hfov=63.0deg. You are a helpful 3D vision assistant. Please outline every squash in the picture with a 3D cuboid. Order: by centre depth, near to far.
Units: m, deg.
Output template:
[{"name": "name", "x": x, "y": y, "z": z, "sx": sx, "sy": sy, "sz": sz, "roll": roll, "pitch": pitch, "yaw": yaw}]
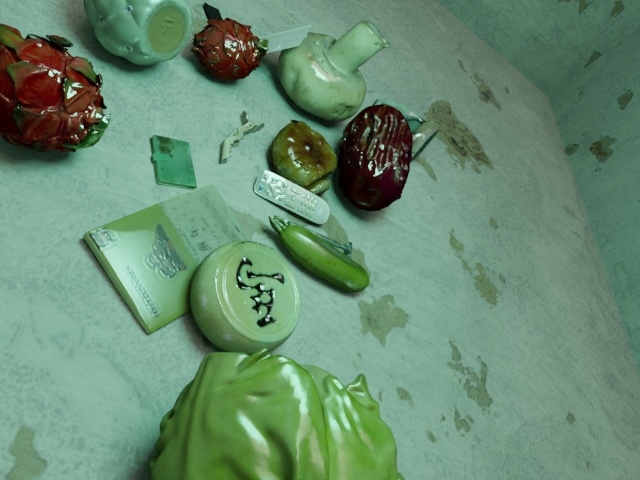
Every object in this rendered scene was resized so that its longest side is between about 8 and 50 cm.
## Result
[{"name": "squash", "x": -0.003, "y": 0.042, "z": 1.353, "sx": 0.341, "sy": 0.094, "sz": 0.094, "roll": 35, "pitch": 44, "yaw": -22}]

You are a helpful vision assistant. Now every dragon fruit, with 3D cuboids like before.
[{"name": "dragon fruit", "x": -0.551, "y": -0.297, "z": 1.000, "sx": 0.293, "sy": 0.234, "sz": 0.234, "roll": 49, "pitch": 41, "yaw": -9}, {"name": "dragon fruit", "x": -0.257, "y": -0.539, "z": 1.472, "sx": 0.210, "sy": 0.172, "sz": 0.172, "roll": 5, "pitch": 57, "yaw": -17}]

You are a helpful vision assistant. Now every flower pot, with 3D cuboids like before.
[{"name": "flower pot", "x": -0.434, "y": -0.549, "z": 1.266, "sx": 0.195, "sy": 0.246, "sz": 0.246, "roll": 35, "pitch": 37, "yaw": 20}]

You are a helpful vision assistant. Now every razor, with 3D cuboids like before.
[{"name": "razor", "x": 0.004, "y": -0.004, "z": 1.429, "sx": 0.211, "sy": 0.036, "sz": 0.084, "roll": 28, "pitch": 44, "yaw": -26}]

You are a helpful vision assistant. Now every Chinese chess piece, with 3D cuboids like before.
[{"name": "Chinese chess piece", "x": -0.156, "y": 0.122, "z": 1.124, "sx": 0.250, "sy": 0.101, "sz": 0.250, "roll": 23, "pitch": 54, "yaw": -36}]

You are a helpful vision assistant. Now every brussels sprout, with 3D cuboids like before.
[{"name": "brussels sprout", "x": -0.064, "y": 0.407, "z": 0.842, "sx": 0.425, "sy": 0.342, "sz": 0.361, "roll": 29, "pitch": 45, "yaw": -24}]

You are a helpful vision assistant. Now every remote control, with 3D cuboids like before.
[{"name": "remote control", "x": -0.075, "y": -0.115, "z": 1.430, "sx": 0.229, "sy": 0.044, "sz": 0.073, "roll": 25, "pitch": 81, "yaw": -20}]

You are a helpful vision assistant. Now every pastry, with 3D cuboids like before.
[{"name": "pastry", "x": -0.048, "y": -0.238, "z": 1.500, "sx": 0.218, "sy": 0.100, "sz": 0.229, "roll": -8, "pitch": 69, "yaw": -45}]

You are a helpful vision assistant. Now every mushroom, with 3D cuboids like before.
[{"name": "mushroom", "x": 0.049, "y": -0.556, "z": 1.639, "sx": 0.314, "sy": 0.336, "sz": 0.314, "roll": 31, "pitch": 42, "yaw": -32}]

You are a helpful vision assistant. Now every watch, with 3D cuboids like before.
[{"name": "watch", "x": 0.276, "y": -0.408, "z": 1.898, "sx": 0.241, "sy": 0.161, "sz": 0.253, "roll": 41, "pitch": 38, "yaw": 7}]

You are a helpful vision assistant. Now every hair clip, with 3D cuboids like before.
[{"name": "hair clip", "x": -0.230, "y": -0.285, "z": 1.419, "sx": 0.072, "sy": 0.034, "sz": 0.226, "roll": 40, "pitch": 44, "yaw": -8}]

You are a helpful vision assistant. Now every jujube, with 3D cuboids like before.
[{"name": "jujube", "x": 0.170, "y": -0.259, "z": 1.617, "sx": 0.258, "sy": 0.258, "sz": 0.376, "roll": 38, "pitch": 50, "yaw": -16}]

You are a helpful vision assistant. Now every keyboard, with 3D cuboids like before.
[{"name": "keyboard", "x": -0.313, "y": -0.654, "z": 1.620, "sx": 0.060, "sy": 0.018, "sz": 0.195, "roll": 1, "pitch": 61, "yaw": -50}]

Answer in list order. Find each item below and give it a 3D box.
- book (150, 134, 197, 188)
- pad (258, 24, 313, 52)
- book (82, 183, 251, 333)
[{"name": "book", "x": -0.354, "y": -0.189, "z": 1.251, "sx": 0.103, "sy": 0.017, "sz": 0.135, "roll": 6, "pitch": 58, "yaw": -40}, {"name": "pad", "x": -0.143, "y": -0.610, "z": 1.606, "sx": 0.156, "sy": 0.232, "sz": 0.004, "roll": -70, "pitch": 148, "yaw": -44}, {"name": "book", "x": -0.297, "y": 0.021, "z": 1.141, "sx": 0.352, "sy": 0.035, "sz": 0.239, "roll": -33, "pitch": 89, "yaw": -49}]
